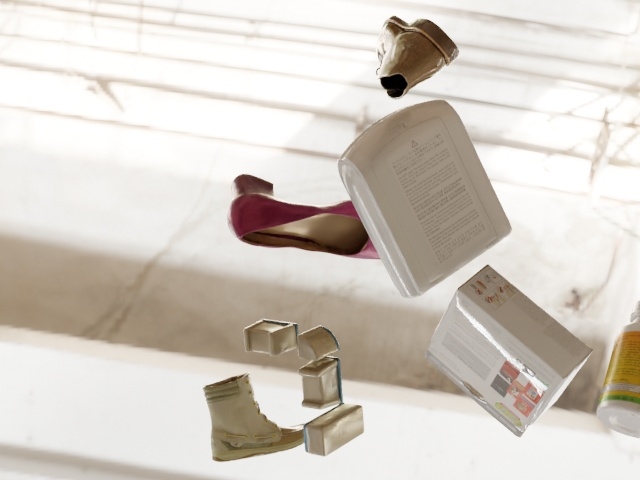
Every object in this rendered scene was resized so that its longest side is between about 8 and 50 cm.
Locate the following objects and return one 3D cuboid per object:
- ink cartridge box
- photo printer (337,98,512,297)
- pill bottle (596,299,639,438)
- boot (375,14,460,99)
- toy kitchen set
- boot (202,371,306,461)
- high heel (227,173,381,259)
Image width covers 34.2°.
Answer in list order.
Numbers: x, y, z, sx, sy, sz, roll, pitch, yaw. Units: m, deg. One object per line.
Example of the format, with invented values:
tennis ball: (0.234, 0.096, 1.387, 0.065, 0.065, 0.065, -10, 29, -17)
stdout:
ink cartridge box: (0.423, 0.259, 2.402, 0.309, 0.272, 0.130, 42, -129, 19)
photo printer: (0.185, -0.087, 1.890, 0.256, 0.307, 0.107, -33, -166, -21)
pill bottle: (0.619, 0.240, 1.973, 0.136, 0.136, 0.246, 15, -116, 15)
boot: (0.126, -0.298, 1.726, 0.112, 0.115, 0.305, 45, 180, -12)
toy kitchen set: (-0.030, 0.243, 1.794, 0.166, 0.207, 0.122, 4, -167, 37)
boot: (-0.125, 0.346, 2.092, 0.213, 0.165, 0.077, -9, 178, -17)
high heel: (0.000, 0.000, 1.938, 0.377, 0.127, 0.181, 15, -147, -16)
